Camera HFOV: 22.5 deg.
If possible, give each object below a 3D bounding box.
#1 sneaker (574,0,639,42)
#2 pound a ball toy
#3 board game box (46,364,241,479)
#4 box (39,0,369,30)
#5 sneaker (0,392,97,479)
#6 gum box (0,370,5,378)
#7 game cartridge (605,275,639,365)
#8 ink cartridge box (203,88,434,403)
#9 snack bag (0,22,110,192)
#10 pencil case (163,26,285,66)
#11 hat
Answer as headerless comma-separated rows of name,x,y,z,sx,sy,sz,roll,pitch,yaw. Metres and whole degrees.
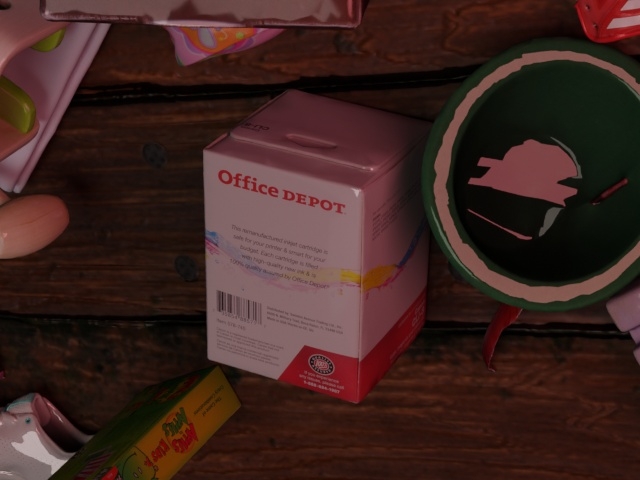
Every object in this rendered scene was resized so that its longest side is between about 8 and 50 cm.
sneaker,0.144,-0.191,1.000,0.221,0.087,0.128,21,123,21
pound a ball toy,-0.331,-0.132,1.231,0.319,0.136,0.208,34,127,10
board game box,-0.151,0.173,1.312,0.092,0.181,0.043,-20,105,36
box,-0.061,-0.320,0.935,0.191,0.143,0.381,3,104,5
sneaker,-0.284,0.175,1.466,0.212,0.080,0.094,16,118,11
gum box,-0.394,0.127,1.476,0.188,0.107,0.062,-3,114,31
game cartridge,0.371,0.142,1.050,0.230,0.068,0.355,-30,91,35
ink cartridge box,0.000,0.000,1.162,0.128,0.127,0.176,16,123,23
snack bag,-0.311,-0.245,1.267,0.342,0.037,0.323,39,128,6
pencil case,-0.103,-0.262,1.088,0.124,0.124,0.284,-18,105,36
hat,0.140,-0.033,1.130,0.173,0.183,0.208,40,87,-3
